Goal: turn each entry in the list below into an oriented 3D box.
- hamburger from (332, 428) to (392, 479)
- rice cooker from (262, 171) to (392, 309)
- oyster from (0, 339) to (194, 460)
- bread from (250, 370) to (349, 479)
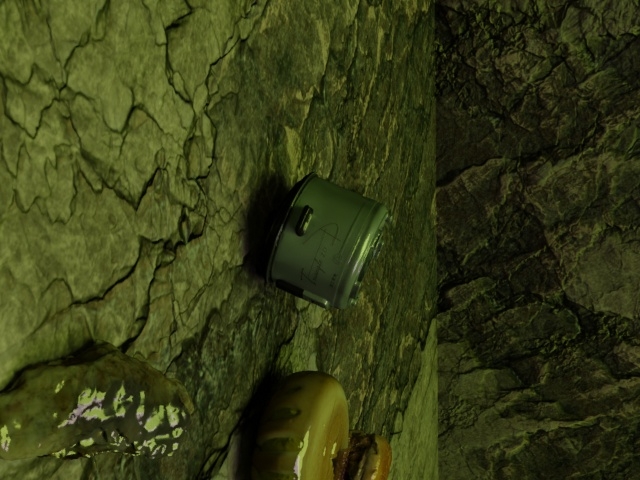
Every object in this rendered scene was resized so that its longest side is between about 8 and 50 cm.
[{"bbox_3d":[0.107,0.636,1.880,0.244,0.162,0.245,5,90,-70],"label":"hamburger"},{"bbox_3d":[0.000,0.000,1.344,0.280,0.226,0.241,69,45,-79],"label":"rice cooker"},{"bbox_3d":[-0.265,0.219,0.896,0.341,0.110,0.166,37,56,-51],"label":"oyster"},{"bbox_3d":[-0.050,0.434,1.433,0.333,0.160,0.333,5,90,-69],"label":"bread"}]
